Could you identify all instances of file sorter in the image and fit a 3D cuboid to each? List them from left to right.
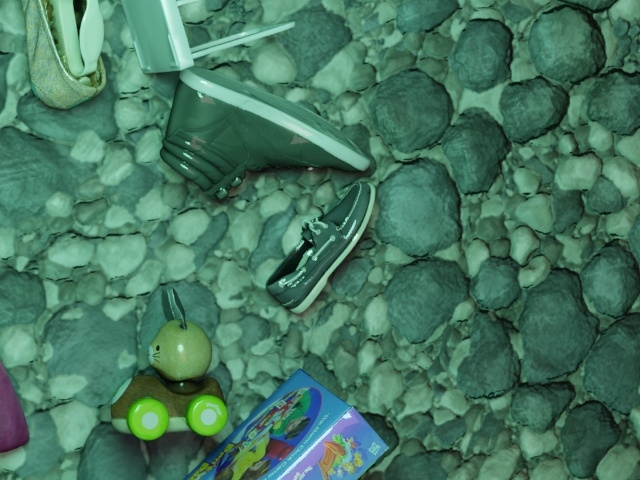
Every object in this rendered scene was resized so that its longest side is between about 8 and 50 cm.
[{"bbox_3d":[-0.160,-0.365,1.625,0.173,0.193,0.278,-19,102,-18],"label":"file sorter"}]

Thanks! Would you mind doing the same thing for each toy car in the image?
[{"bbox_3d":[-0.199,0.155,1.702,0.148,0.155,0.188,-1,88,-18],"label":"toy car"}]

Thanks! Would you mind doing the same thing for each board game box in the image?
[{"bbox_3d":[-0.096,0.334,1.707,0.347,0.233,0.078,-43,107,-8],"label":"board game box"}]

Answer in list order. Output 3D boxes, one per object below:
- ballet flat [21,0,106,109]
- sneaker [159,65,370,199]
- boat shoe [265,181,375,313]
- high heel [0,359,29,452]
[{"bbox_3d":[-0.318,-0.321,1.616,0.107,0.106,0.316,-25,111,-47],"label":"ballet flat"},{"bbox_3d":[-0.082,-0.115,1.735,0.295,0.104,0.147,20,107,-28],"label":"sneaker"},{"bbox_3d":[0.000,0.000,1.780,0.065,0.075,0.206,33,91,-21],"label":"boat shoe"},{"bbox_3d":[-0.420,0.150,1.680,0.117,0.082,0.244,5,80,-49],"label":"high heel"}]
